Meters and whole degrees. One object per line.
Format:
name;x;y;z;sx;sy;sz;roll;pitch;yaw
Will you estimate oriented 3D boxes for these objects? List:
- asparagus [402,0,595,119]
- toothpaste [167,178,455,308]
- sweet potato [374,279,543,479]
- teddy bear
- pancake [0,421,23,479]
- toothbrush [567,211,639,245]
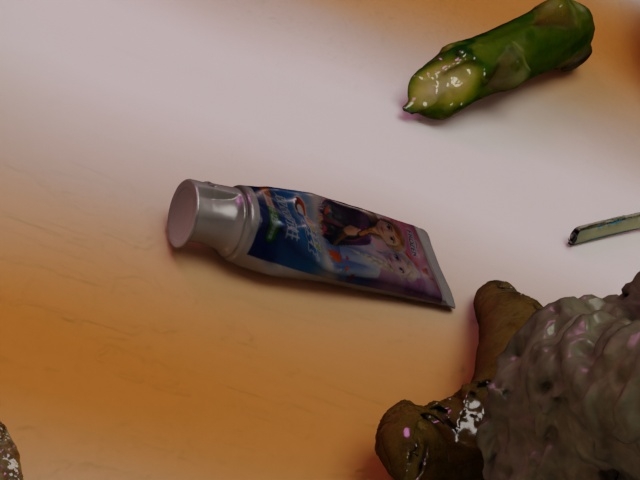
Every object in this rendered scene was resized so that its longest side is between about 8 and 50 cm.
asparagus;0.202;-0.199;1.431;0.343;0.085;0.082;-25;90;-47
toothpaste;0.000;0.000;1.133;0.266;0.061;0.096;12;43;-32
sweet potato;0.137;0.125;1.061;0.124;0.098;0.310;32;37;10
teddy bear;0.275;0.138;0.968;0.367;0.357;0.224;-21;36;-38
pancake;-0.252;0.151;0.838;0.139;0.022;0.139;18;42;-17
toothbrush;0.355;-0.026;1.399;0.294;0.026;0.028;-15;41;-42
